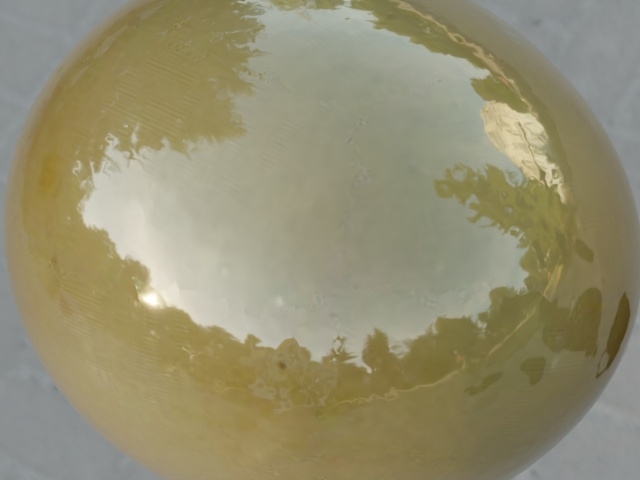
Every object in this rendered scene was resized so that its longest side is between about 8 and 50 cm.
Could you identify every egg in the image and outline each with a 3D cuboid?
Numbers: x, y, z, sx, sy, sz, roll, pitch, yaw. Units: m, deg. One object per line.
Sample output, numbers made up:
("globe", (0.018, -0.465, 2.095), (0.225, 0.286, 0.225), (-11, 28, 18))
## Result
("egg", (0.000, 0.000, 1.014), (0.374, 0.301, 0.301), (18, 67, 41))
